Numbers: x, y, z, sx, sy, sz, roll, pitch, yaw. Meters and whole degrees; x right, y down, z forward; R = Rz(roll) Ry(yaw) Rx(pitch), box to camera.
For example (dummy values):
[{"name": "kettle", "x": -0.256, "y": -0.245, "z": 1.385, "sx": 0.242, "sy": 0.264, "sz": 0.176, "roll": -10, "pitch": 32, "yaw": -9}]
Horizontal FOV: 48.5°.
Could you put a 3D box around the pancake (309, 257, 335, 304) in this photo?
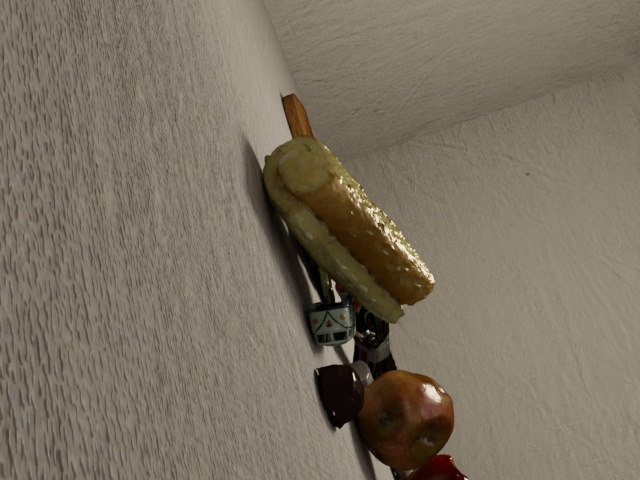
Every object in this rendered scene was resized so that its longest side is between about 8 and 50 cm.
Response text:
[{"name": "pancake", "x": -0.001, "y": -0.004, "z": 1.676, "sx": 0.426, "sy": 0.067, "sz": 0.304, "roll": 73, "pitch": 5, "yaw": -55}]

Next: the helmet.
[{"name": "helmet", "x": 0.041, "y": 0.263, "z": 1.225, "sx": 0.098, "sy": 0.070, "sz": 0.123, "roll": -103, "pitch": 172, "yaw": -49}]

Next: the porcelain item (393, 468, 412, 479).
[{"name": "porcelain item", "x": 0.245, "y": 0.681, "z": 2.046, "sx": 0.084, "sy": 0.054, "sz": 0.213, "roll": -94, "pitch": 165, "yaw": -60}]

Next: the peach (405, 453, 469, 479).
[{"name": "peach", "x": 0.279, "y": 0.621, "z": 1.576, "sx": 0.245, "sy": 0.249, "sz": 0.274, "roll": -41, "pitch": 128, "yaw": -41}]

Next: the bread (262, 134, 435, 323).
[{"name": "bread", "x": 0.046, "y": -0.022, "z": 1.391, "sx": 0.375, "sy": 0.165, "sz": 0.236, "roll": 46, "pitch": 7, "yaw": -36}]

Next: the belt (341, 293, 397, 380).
[{"name": "belt", "x": 0.123, "y": 0.249, "z": 1.738, "sx": 0.094, "sy": 0.126, "sz": 0.359, "roll": 29, "pitch": -30, "yaw": 33}]

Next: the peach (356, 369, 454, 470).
[{"name": "peach", "x": 0.172, "y": 0.386, "z": 1.536, "sx": 0.235, "sy": 0.214, "sz": 0.214, "roll": 27, "pitch": 42, "yaw": -57}]

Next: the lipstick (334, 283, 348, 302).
[{"name": "lipstick", "x": 0.068, "y": 0.128, "z": 1.712, "sx": 0.186, "sy": 0.063, "sz": 0.057, "roll": 62, "pitch": 27, "yaw": -57}]

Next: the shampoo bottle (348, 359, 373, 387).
[{"name": "shampoo bottle", "x": 0.122, "y": 0.399, "z": 1.702, "sx": 0.086, "sy": 0.056, "sz": 0.227, "roll": -105, "pitch": 175, "yaw": -64}]

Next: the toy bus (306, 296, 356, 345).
[{"name": "toy bus", "x": 0.026, "y": 0.159, "z": 1.376, "sx": 0.194, "sy": 0.087, "sz": 0.089, "roll": 40, "pitch": 42, "yaw": -83}]

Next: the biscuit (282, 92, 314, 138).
[{"name": "biscuit", "x": -0.035, "y": -0.300, "z": 2.525, "sx": 0.350, "sy": 0.078, "sz": 0.455, "roll": -74, "pitch": 146, "yaw": -75}]
